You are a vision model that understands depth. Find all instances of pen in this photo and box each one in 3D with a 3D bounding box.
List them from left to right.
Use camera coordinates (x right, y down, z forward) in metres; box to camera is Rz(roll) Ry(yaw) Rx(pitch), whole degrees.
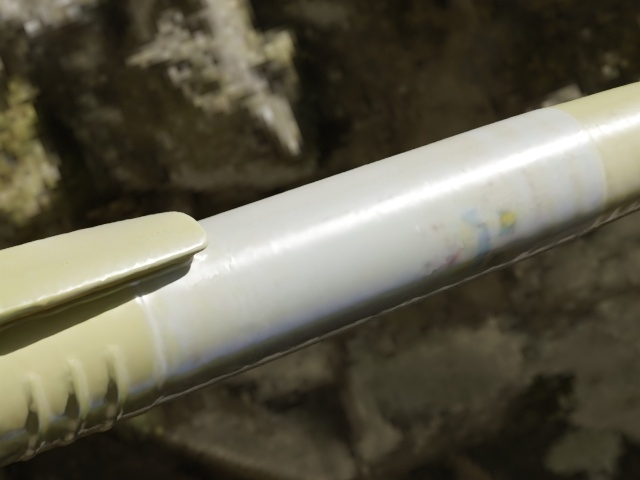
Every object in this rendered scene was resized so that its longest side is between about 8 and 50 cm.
[{"bbox_3d":[0.000,0.000,0.390,0.032,0.233,0.040,41,-41,38],"label":"pen"}]
